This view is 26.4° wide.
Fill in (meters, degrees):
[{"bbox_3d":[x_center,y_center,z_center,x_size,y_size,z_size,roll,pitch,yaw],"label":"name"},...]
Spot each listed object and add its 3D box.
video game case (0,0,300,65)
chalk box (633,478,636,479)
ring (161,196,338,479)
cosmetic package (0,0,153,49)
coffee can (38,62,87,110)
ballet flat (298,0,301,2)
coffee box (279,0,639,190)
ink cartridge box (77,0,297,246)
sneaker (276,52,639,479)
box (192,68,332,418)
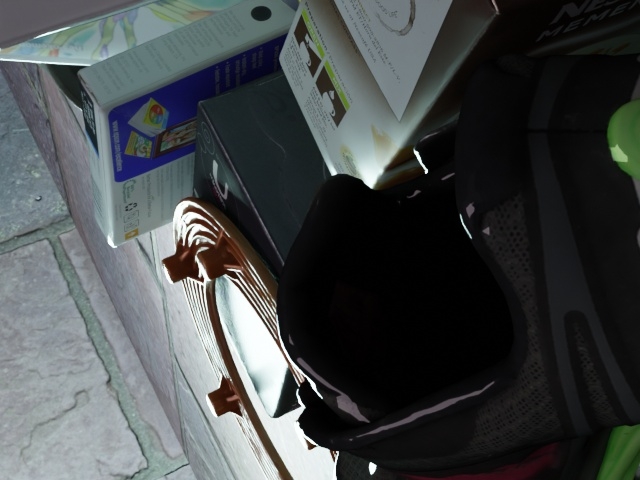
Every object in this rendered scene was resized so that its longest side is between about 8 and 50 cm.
[{"bbox_3d":[-0.151,-0.224,0.934,0.300,0.329,0.036,94,179,-57],"label":"video game case"},{"bbox_3d":[0.140,0.222,0.868,0.213,0.132,0.132,11,120,71],"label":"chalk box"},{"bbox_3d":[-0.039,0.126,1.002,0.336,0.032,0.336,57,162,30],"label":"ring"},{"bbox_3d":[-0.141,-0.332,0.635,0.230,0.162,0.453,-90,-17,-79],"label":"cosmetic package"},{"bbox_3d":[-0.181,-0.224,1.218,0.275,0.202,0.201,39,147,61],"label":"coffee can"},{"bbox_3d":[0.025,-0.154,0.860,0.231,0.077,0.077,64,180,-5],"label":"ballet flat"},{"bbox_3d":[0.079,-0.110,0.608,0.246,0.141,0.098,122,125,-72],"label":"coffee box"},{"bbox_3d":[-0.074,-0.094,1.017,0.045,0.208,0.206,59,161,22],"label":"ink cartridge box"},{"bbox_3d":[0.074,0.038,0.639,0.483,0.202,0.185,116,163,-62],"label":"sneaker"},{"bbox_3d":[0.000,0.000,1.013,0.165,0.143,0.270,61,164,18],"label":"box"}]
